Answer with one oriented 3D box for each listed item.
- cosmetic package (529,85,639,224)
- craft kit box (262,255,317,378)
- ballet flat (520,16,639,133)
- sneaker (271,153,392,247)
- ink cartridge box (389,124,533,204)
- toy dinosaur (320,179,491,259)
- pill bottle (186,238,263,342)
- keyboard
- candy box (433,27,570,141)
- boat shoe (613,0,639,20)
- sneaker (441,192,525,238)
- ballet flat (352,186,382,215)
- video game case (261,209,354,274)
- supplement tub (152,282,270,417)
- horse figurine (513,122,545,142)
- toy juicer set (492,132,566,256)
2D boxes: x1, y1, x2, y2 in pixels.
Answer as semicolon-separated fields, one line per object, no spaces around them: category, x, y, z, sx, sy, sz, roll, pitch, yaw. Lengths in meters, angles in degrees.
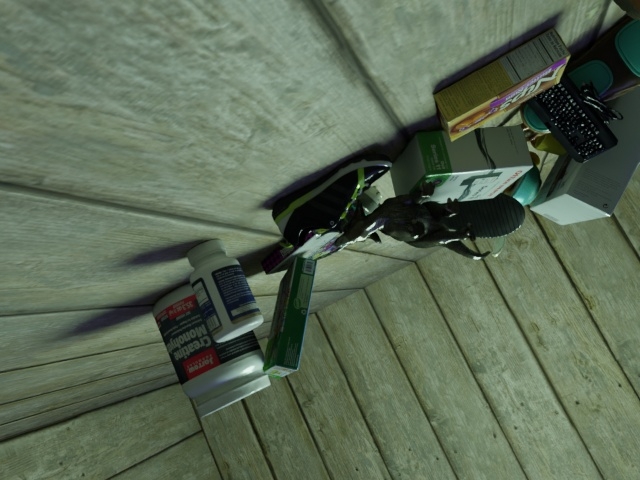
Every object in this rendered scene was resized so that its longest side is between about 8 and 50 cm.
cosmetic package;0.580;-0.184;1.135;0.284;0.098;0.377;-61;169;5
craft kit box;-0.077;0.189;1.272;0.061;0.249;0.246;13;159;-6
ballet flat;0.500;-0.296;0.901;0.342;0.116;0.124;-34;-174;36
sneaker;0.028;-0.060;0.927;0.235;0.097;0.084;-28;168;13
ink cartridge box;0.252;-0.133;0.985;0.209;0.086;0.153;-7;163;-13
toy dinosaur;0.175;-0.031;0.975;0.314;0.120;0.160;5;174;-29
pill bottle;-0.176;0.088;0.965;0.094;0.169;0.094;-24;169;-5
keyboard;0.415;-0.212;0.886;0.100;0.192;0.038;-36;-161;36
candy box;0.267;-0.227;0.809;0.187;0.053;0.109;-27;168;11
boat shoe;0.430;-0.344;0.518;0.324;0.122;0.120;-34;163;0
sneaker;0.333;-0.090;1.258;0.331;0.122;0.146;7;-147;47
ballet flat;0.094;-0.080;1.103;0.068;0.072;0.213;-54;167;1
video game case;0.000;0.000;1.267;0.210;0.041;0.232;-15;165;-39
supplement tub;-0.243;0.234;1.213;0.191;0.272;0.191;-25;168;-6
horse figurine;0.480;-0.266;1.059;0.263;0.066;0.174;-31;175;9
toy juicer set;0.470;-0.144;1.298;0.209;0.090;0.328;-57;172;-65
